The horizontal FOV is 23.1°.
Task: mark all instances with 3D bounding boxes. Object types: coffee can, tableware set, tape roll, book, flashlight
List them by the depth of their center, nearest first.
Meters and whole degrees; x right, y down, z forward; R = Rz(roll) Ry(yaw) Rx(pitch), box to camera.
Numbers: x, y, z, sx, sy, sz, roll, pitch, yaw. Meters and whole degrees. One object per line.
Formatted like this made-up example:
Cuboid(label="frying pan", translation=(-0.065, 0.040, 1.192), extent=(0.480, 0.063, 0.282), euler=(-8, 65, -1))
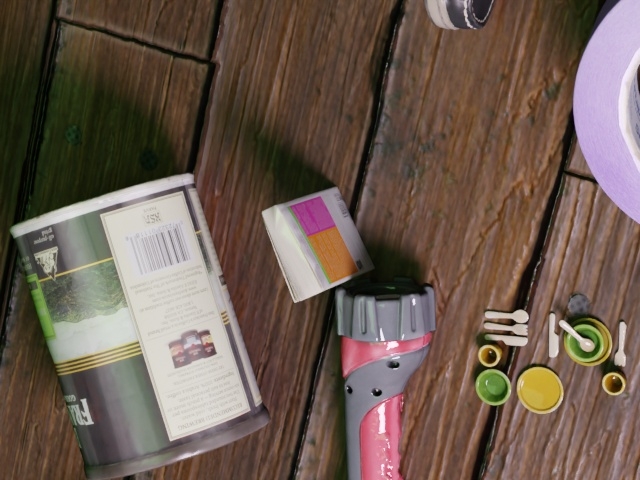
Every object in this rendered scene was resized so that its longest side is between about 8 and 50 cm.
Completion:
Cuboid(label="tape roll", translation=(0.363, -0.129, 1.364), extent=(0.275, 0.090, 0.274), euler=(8, 119, 14))
Cuboid(label="tableware set", translation=(0.227, 0.124, 1.551), extent=(0.154, 0.024, 0.104), euler=(4, 101, 24))
Cuboid(label="book", translation=(0.000, 0.000, 1.568), extent=(0.035, 0.144, 0.096), euler=(-25, 87, 26))
Cuboid(label="flashlight", translation=(0.071, 0.193, 1.596), extent=(0.103, 0.103, 0.304), euler=(-4, 100, -5))
Cuboid(label="coffee can", translation=(-0.187, 0.088, 1.639), extent=(0.202, 0.201, 0.275), euler=(-17, 91, 26))

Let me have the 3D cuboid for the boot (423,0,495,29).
Cuboid(label="boot", translation=(0.259, -0.344, 1.390), extent=(0.284, 0.138, 0.377), euler=(18, 98, 18))
